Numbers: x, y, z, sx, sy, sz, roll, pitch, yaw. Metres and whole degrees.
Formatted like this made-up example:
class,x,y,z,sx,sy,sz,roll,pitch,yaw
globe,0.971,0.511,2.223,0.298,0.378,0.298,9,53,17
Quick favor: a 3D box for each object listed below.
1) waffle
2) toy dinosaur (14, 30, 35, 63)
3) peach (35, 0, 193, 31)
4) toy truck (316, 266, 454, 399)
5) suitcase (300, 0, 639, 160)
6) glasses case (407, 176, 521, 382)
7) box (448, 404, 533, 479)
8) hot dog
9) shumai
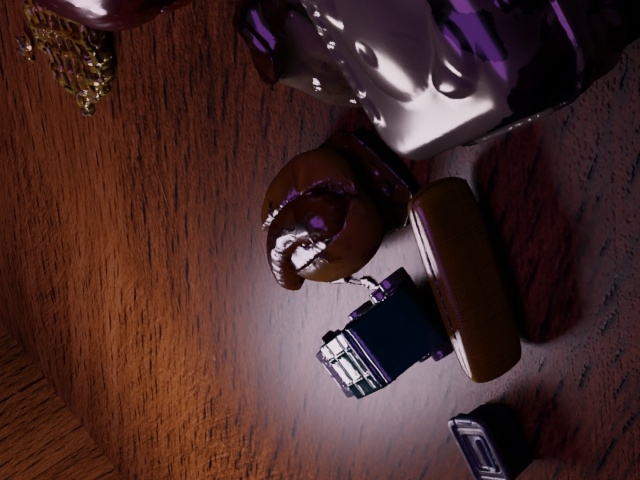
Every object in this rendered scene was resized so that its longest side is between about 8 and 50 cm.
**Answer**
class,x,y,z,sx,sy,sz,roll,pitch,yaw
waffle,-0.417,-0.338,1.696,0.254,0.052,0.245,52,152,15
toy dinosaur,-0.538,-0.358,1.889,0.041,0.026,0.113,44,158,13
peach,-0.213,-0.432,1.014,0.353,0.339,0.416,-37,79,29
toy truck,0.074,0.120,1.247,0.114,0.124,0.253,53,157,5
suitcase,0.084,-0.247,0.799,0.351,0.194,0.339,59,161,-5
glasses case,0.158,0.043,1.117,0.064,0.079,0.234,17,132,60
box,0.208,0.244,1.251,0.074,0.054,0.099,-12,106,62
hot dog,-0.003,-0.005,1.296,0.194,0.107,0.326,49,150,18
shumai,-0.016,-0.210,1.095,0.201,0.120,0.201,36,150,25
